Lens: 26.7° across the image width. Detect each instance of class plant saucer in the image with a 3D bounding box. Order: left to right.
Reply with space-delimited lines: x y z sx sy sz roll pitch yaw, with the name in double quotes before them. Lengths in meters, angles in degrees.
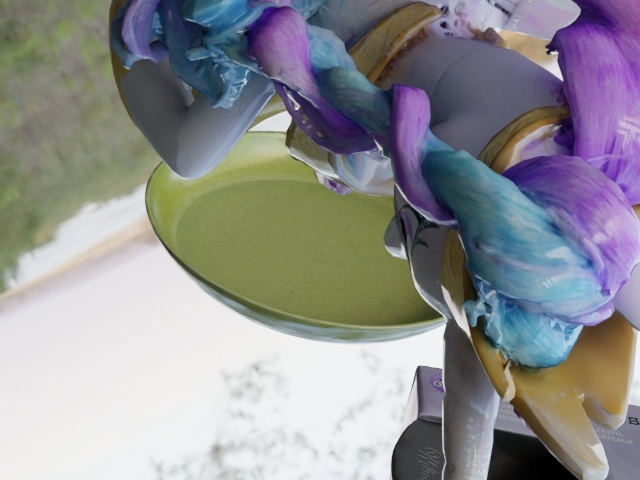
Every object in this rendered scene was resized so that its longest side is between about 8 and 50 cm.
"plant saucer" 0.000 0.000 0.904 0.241 0.037 0.241 10 -149 -6

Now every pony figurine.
"pony figurine" 0.062 -0.128 0.463 0.351 0.303 0.363 -61 -149 10

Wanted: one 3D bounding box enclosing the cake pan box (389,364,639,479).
"cake pan box" 0.162 0.162 0.694 0.267 0.070 0.246 11 -162 1
